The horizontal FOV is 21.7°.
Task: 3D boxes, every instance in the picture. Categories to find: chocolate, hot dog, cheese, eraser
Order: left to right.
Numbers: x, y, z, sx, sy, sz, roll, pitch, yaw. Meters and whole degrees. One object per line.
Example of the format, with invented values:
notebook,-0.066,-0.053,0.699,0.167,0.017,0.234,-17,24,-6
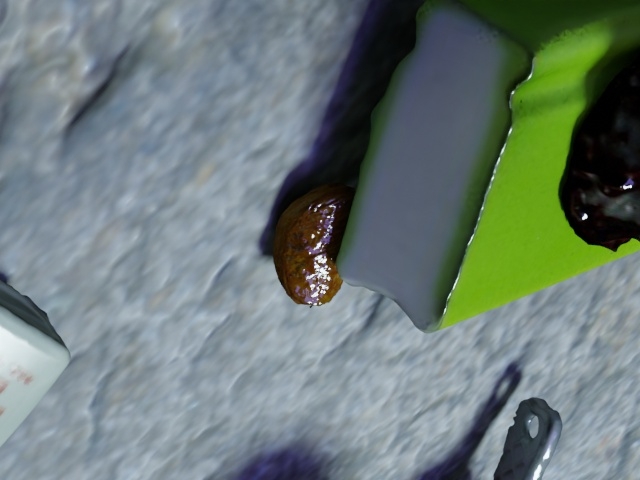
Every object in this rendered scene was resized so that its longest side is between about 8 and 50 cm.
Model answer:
hot dog,0.000,0.000,1.060,0.058,0.035,0.083,-7,121,-42
cheese,0.139,0.264,1.378,0.082,0.163,0.286,13,100,-27
eraser,0.150,-0.071,1.079,0.274,0.092,0.210,-14,130,-46
chocolate,0.242,-0.037,1.028,0.156,0.133,0.156,-32,140,-31

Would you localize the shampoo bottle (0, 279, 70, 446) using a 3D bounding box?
shampoo bottle,-0.268,0.126,0.877,0.284,0.071,0.153,-50,143,2
